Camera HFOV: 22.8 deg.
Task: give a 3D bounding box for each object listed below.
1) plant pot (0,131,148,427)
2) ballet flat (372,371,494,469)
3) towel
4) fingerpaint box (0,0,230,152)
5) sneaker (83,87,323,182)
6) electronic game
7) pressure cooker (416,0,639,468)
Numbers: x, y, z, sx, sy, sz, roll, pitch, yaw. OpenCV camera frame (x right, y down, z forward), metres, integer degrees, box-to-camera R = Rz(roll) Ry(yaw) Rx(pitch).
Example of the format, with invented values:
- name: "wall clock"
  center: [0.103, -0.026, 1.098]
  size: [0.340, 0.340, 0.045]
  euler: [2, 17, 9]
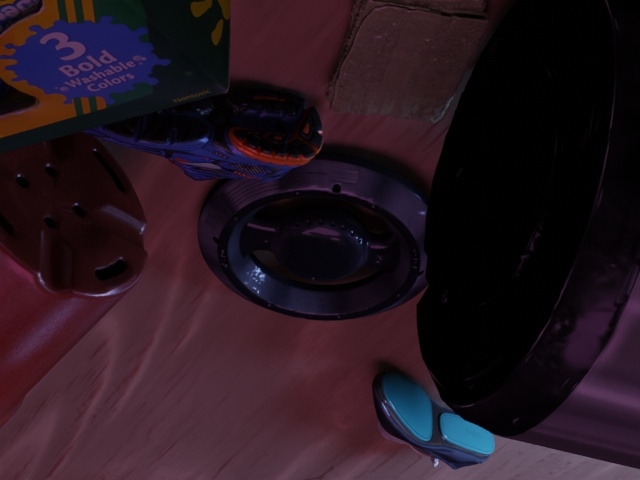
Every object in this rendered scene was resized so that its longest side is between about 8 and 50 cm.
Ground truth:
- name: "plant pot"
  center: [-0.303, 0.028, 1.350]
  size: [0.272, 0.272, 0.265]
  euler: [30, 127, -35]
- name: "ballet flat"
  center: [0.108, 0.206, 1.747]
  size: [0.074, 0.074, 0.203]
  euler: [-28, 138, 33]
- name: "towel"
  center: [0.068, -0.150, 1.279]
  size: [0.110, 0.027, 0.148]
  euler: [6, 143, -10]
- name: "fingerpaint box"
  center: [-0.337, -0.187, 1.032]
  size: [0.444, 0.163, 0.371]
  euler: [-12, 153, 23]
- name: "sneaker"
  center: [-0.113, -0.088, 1.324]
  size: [0.221, 0.083, 0.087]
  euler: [14, 148, -16]
- name: "electronic game"
  center: [0.000, 0.000, 1.471]
  size: [0.229, 0.048, 0.229]
  euler: [3, 140, 3]
- name: "pressure cooker"
  center: [0.323, 0.003, 1.203]
  size: [0.420, 0.376, 0.370]
  euler: [15, 143, -15]
